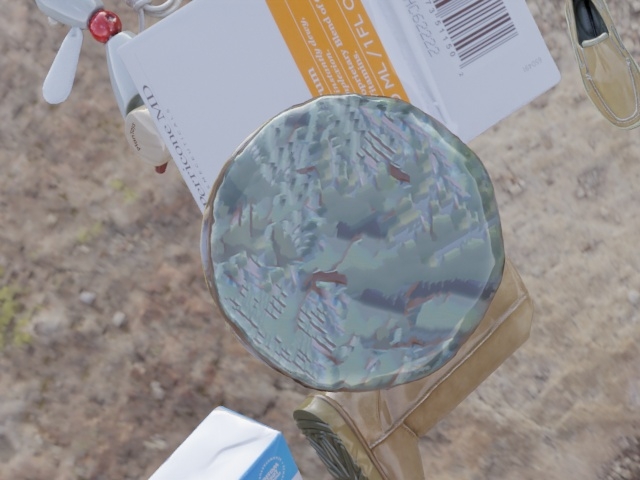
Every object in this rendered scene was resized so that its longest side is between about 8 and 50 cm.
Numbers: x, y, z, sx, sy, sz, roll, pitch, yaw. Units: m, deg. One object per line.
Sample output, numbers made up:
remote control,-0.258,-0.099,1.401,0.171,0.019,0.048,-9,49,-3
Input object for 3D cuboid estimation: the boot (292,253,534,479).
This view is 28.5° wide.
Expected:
boot,0.126,0.162,1.253,0.269,0.236,0.089,-41,27,-27

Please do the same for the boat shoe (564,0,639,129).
boat shoe,0.327,-0.219,1.477,0.068,0.072,0.190,-27,69,15

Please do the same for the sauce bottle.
sauce bottle,0.000,0.000,0.591,0.111,0.344,0.112,0,91,-5

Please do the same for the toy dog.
toy dog,-0.269,-0.220,1.750,0.334,0.220,0.161,62,143,25

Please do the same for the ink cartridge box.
ink cartridge box,-0.049,0.209,0.809,0.060,0.180,0.104,14,48,39

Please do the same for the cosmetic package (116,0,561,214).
cosmetic package,-0.004,-0.178,1.259,0.161,0.230,0.453,-33,10,-31
